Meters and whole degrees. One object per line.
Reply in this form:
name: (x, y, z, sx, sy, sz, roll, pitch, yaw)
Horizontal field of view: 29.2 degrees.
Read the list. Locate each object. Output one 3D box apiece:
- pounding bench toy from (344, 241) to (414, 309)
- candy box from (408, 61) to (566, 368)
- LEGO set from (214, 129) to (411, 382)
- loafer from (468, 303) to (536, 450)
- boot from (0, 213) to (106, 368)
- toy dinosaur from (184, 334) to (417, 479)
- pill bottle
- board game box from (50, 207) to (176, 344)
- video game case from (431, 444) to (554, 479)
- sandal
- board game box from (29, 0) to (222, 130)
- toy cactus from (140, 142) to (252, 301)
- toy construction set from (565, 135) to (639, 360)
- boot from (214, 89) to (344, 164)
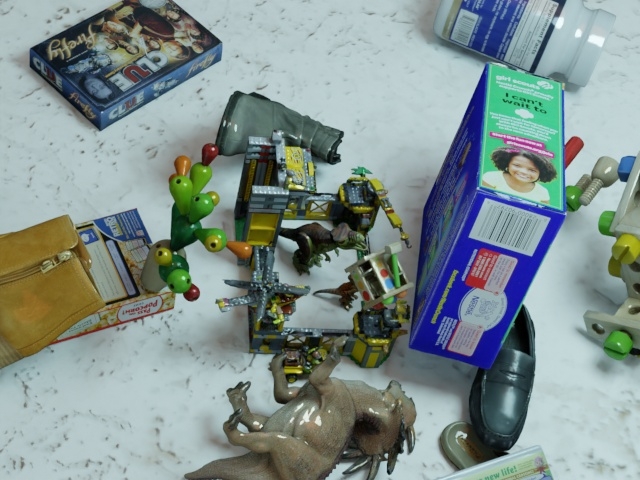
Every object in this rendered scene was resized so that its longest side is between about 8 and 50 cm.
pounding bench toy: (0.082, 0.044, 1.513, 0.052, 0.083, 0.065, -22, 82, -33)
candy box: (0.218, -0.038, 1.604, 0.122, 0.268, 0.317, 16, 38, -4)
LEGO set: (0.000, 0.000, 1.613, 0.255, 0.192, 0.331, 9, 52, -6)
loafer: (0.239, 0.172, 1.590, 0.076, 0.078, 0.223, 16, 43, 1)
boot: (-0.407, 0.020, 1.530, 0.211, 0.104, 0.295, -33, 66, -9)
toy dinosaur: (-0.008, 0.242, 1.485, 0.296, 0.127, 0.200, -36, 103, -14)
pill bottle: (0.329, -0.353, 1.980, 0.265, 0.153, 0.153, 24, 52, 5)
board game box: (-0.305, 0.047, 1.605, 0.193, 0.045, 0.146, -15, 58, -22)
video game case: (0.203, 0.363, 1.455, 0.212, 0.023, 0.193, -14, 75, -21)
sandal: (0.224, 0.288, 1.534, 0.072, 0.049, 0.180, -34, 67, -31)
board game box: (-0.291, -0.281, 1.860, 0.165, 0.042, 0.243, 41, 56, 18)
toy cactus: (-0.166, -0.001, 1.532, 0.112, 0.180, 0.219, 15, 47, -25)
toy construction set: (0.410, 0.017, 1.679, 0.309, 0.257, 0.237, 33, 65, 21)
boot: (-0.048, -0.150, 1.729, 0.161, 0.083, 0.246, 20, 17, 7)
